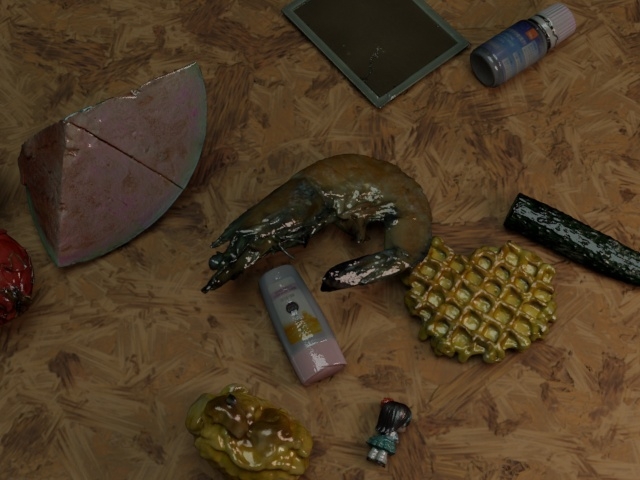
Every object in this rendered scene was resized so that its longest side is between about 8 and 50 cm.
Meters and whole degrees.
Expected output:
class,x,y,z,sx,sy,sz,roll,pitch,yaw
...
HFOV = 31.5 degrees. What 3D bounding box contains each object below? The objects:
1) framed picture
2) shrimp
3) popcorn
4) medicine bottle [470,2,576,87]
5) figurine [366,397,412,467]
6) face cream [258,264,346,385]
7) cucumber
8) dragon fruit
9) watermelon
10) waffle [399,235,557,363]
class,x,y,z,sx,sy,sz,roll,pitch,yaw
framed picture,0.103,-0.400,2.147,0.231,0.018,0.293,-36,68,-16
shrimp,0.000,0.000,1.869,0.445,0.085,0.272,-29,58,-30
popcorn,-0.116,0.302,1.730,0.194,0.163,0.140,28,84,-20
medicine bottle,0.376,-0.362,2.089,0.203,0.083,0.083,-32,67,-17
figurine,0.103,0.299,1.779,0.060,0.047,0.106,8,65,45
face cream,-0.034,0.136,1.854,0.084,0.057,0.198,-25,65,-8
cucumber,0.450,0.010,1.910,0.293,0.067,0.067,28,67,12
dragon fruit,-0.555,0.060,1.839,0.209,0.172,0.172,41,70,15
watermelon,-0.368,-0.167,1.926,0.292,0.319,0.222,-23,44,-29
waffle,0.266,0.084,1.878,0.253,0.056,0.249,-22,65,-8
